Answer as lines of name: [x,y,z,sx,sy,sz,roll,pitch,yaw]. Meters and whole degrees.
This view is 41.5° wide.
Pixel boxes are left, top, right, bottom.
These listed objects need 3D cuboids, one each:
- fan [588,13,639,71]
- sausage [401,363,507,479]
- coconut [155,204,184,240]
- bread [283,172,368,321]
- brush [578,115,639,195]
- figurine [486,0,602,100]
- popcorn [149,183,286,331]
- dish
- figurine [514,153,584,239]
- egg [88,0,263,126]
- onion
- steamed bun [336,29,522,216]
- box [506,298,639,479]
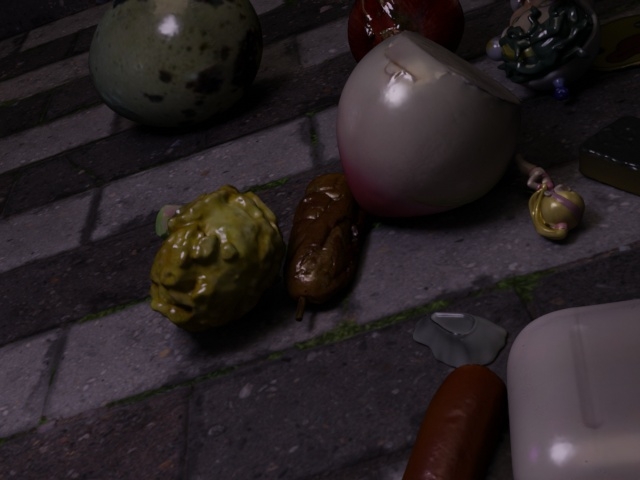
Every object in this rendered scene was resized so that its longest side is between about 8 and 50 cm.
fan: [0.619,-0.374,1.619,0.229,0.011,0.335,-31,33,-14]
sausage: [0.138,0.257,0.931,0.089,0.083,0.300,9,44,21]
coconut: [-0.258,-0.026,1.563,0.083,0.081,0.082,-52,41,17]
bread: [0.001,0.002,1.369,0.124,0.084,0.344,-8,36,20]
brush: [0.504,-0.128,1.290,0.123,0.059,0.197,-34,35,-21]
figurine: [0.443,-0.429,1.618,0.261,0.186,0.382,-47,17,46]
popcorn: [-0.151,0.038,1.315,0.192,0.233,0.266,29,14,13]
dish: [0.180,0.120,1.140,0.137,0.039,0.091,19,51,43]
figurine: [0.340,-0.068,1.295,0.083,0.083,0.187,-23,40,-2]
egg: [-0.336,-0.433,1.945,0.428,0.345,0.345,-19,31,29]
onion: [0.175,-0.433,1.759,0.248,0.248,0.161,-13,48,13]
steamed bun: [0.153,-0.161,1.370,0.309,0.309,0.309,-15,34,10]
box: [0.370,0.174,0.866,0.349,0.141,0.289,-10,36,16]
